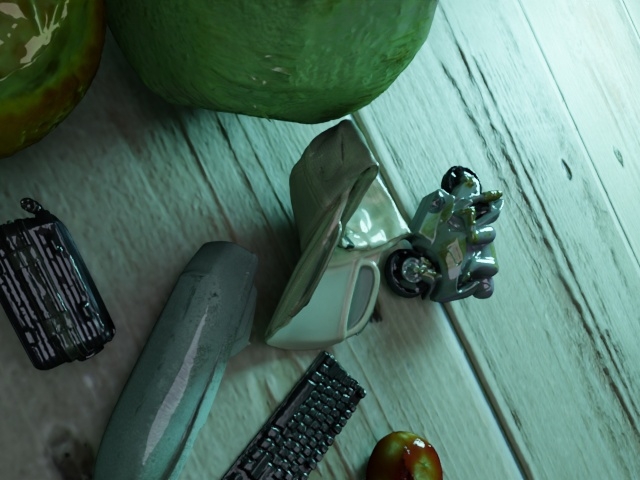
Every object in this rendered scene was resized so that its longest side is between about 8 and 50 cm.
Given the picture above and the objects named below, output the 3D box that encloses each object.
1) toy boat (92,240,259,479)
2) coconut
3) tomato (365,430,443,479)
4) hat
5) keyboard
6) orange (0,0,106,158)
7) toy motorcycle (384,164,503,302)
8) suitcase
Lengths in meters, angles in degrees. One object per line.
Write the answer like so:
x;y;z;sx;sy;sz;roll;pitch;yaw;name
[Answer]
-0.118;0.124;0.408;0.085;0.078;0.260;46;52;-42;toy boat
-0.026;-0.251;0.434;0.328;0.328;0.281;-35;101;-35;coconut
0.095;0.255;0.509;0.087;0.075;0.087;12;67;-29;tomato
0.000;0.000;0.506;0.226;0.219;0.164;-45;63;-1;hat
-0.036;0.215;0.465;0.072;0.023;0.231;50;56;-9;keyboard
-0.291;-0.192;0.303;0.263;0.196;0.334;-17;88;-31;orange
0.189;0.009;0.637;0.152;0.073;0.225;40;67;-8;toy motorcycle
-0.212;0.037;0.362;0.059;0.086;0.126;-26;91;-20;suitcase
